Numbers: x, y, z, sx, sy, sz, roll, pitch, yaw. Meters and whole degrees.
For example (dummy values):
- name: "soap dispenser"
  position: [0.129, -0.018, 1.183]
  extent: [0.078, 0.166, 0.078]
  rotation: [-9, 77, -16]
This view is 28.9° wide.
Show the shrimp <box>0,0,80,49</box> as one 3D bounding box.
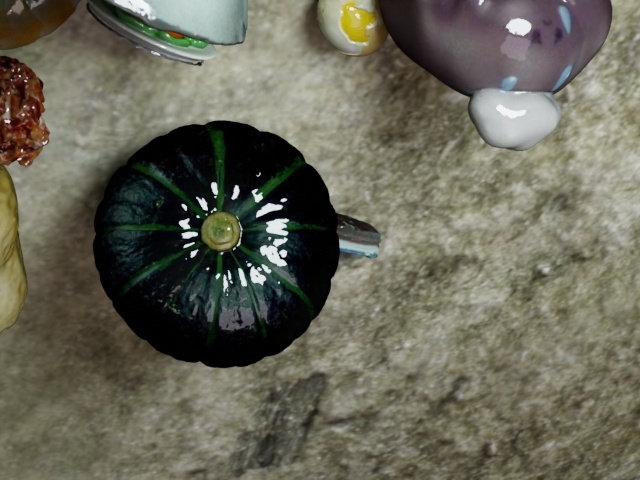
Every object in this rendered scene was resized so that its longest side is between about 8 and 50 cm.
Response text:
- name: "shrimp"
  position: [-0.274, -0.238, 1.064]
  extent: [0.161, 0.049, 0.166]
  rotation: [13, 126, -35]

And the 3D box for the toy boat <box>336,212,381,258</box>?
- name: "toy boat"
  position: [0.000, 0.000, 1.396]
  extent: [0.140, 0.059, 0.066]
  rotation: [14, 109, -29]

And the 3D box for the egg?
- name: "egg"
  position: [0.033, -0.212, 1.192]
  extent: [0.071, 0.071, 0.083]
  rotation: [-26, 139, 4]

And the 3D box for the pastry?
- name: "pastry"
  position: [-0.348, -0.120, 1.104]
  extent: [0.208, 0.097, 0.115]
  rotation: [-2, 147, -10]

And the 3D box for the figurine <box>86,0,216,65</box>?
- name: "figurine"
  position: [-0.120, -0.248, 1.079]
  extent: [0.132, 0.132, 0.154]
  rotation: [16, 113, -33]

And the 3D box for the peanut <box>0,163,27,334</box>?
- name: "peanut"
  position: [-0.348, 0.010, 1.227]
  extent: [0.110, 0.120, 0.236]
  rotation: [-20, 135, -25]

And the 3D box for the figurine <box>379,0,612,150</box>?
- name: "figurine"
  position: [0.195, -0.287, 1.088]
  extent: [0.206, 0.218, 0.365]
  rotation: [31, 126, 11]

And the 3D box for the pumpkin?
- name: "pumpkin"
  position: [-0.105, 0.008, 1.270]
  extent: [0.248, 0.248, 0.248]
  rotation: [-11, 136, -11]

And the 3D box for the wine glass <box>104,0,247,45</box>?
- name: "wine glass"
  position: [-0.062, -0.371, 0.847]
  extent: [0.267, 0.267, 0.406]
  rotation: [22, 109, -36]
